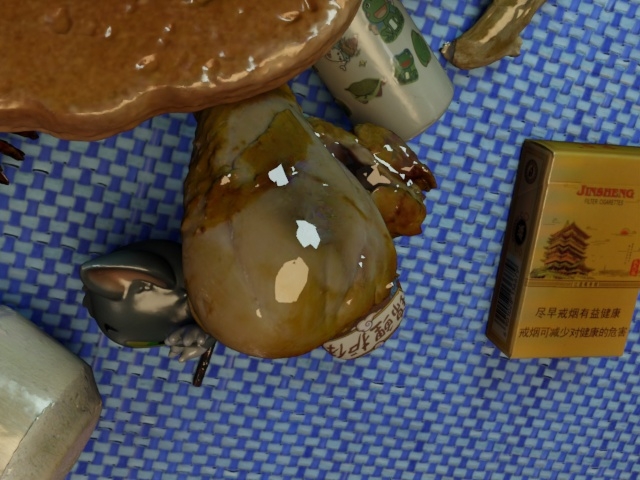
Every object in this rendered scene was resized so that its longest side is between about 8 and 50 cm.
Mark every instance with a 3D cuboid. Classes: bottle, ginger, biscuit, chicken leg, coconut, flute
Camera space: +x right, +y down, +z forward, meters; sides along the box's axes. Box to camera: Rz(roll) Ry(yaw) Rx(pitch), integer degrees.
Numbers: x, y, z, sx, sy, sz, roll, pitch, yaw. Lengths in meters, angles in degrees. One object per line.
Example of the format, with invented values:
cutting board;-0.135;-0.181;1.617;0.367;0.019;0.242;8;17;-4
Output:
bottle;0.032;-0.226;0.896;0.120;0.120;0.253;-37;114;-1
ginger;0.247;-0.336;0.945;0.147;0.081;0.334;16;106;-37
biscuit;-0.180;-0.255;0.746;0.454;0.078;0.350;-2;71;-3
chicken leg;-0.028;-0.084;0.830;0.295;0.410;0.182;-7;153;-31
coconut;-0.353;0.168;0.877;0.234;0.224;0.224;34;98;5
flute;-0.108;0.056;1.013;0.014;0.014;0.270;15;104;-21

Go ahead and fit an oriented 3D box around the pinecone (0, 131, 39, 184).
pinecone;-0.347;-0.113;0.811;0.165;0.163;0.163;-37;116;-15

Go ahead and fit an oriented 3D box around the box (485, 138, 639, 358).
box;0.327;0.014;1.092;0.174;0.076;0.274;1;109;-18

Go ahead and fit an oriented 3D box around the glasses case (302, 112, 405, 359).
glasses case;0.000;0.000;0.983;0.122;0.082;0.321;-35;118;-15

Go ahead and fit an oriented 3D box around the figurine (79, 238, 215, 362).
figurine;-0.119;0.057;0.884;0.265;0.193;0.140;-13;93;-3
